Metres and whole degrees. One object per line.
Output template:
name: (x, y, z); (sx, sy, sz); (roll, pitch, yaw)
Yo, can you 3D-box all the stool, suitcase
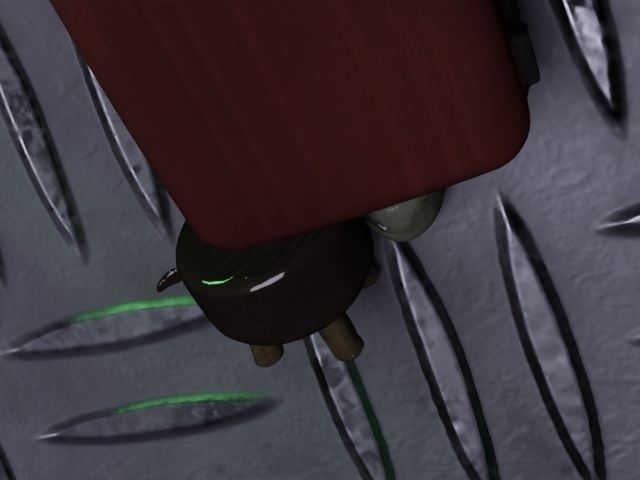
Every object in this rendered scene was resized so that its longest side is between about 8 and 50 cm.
stool: (0.000, 0.000, 0.868); (0.217, 0.125, 0.121); (-31, 128, 5)
suitcase: (-0.023, -0.151, 0.711); (0.236, 0.161, 0.297); (-17, 134, 11)
